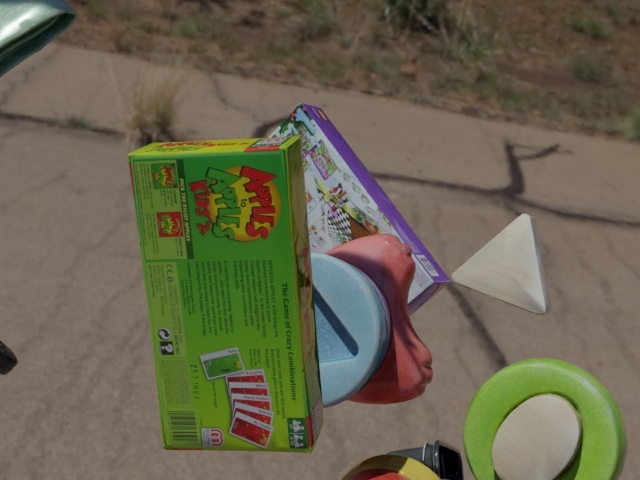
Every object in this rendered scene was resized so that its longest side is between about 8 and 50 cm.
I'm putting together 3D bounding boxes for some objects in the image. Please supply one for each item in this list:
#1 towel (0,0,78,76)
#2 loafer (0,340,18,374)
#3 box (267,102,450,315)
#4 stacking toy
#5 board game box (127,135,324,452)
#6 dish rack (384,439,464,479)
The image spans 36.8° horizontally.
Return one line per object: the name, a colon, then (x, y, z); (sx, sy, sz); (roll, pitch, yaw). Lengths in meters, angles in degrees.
towel: (-0.355, -0.171, 0.609); (0.325, 0.038, 0.248); (42, 69, 18)
loafer: (-0.391, 0.104, 0.972); (0.170, 0.061, 0.062); (30, 0, -29)
box: (0.000, 0.000, 1.220); (0.293, 0.201, 0.057); (55, 24, 19)
stacking toy: (0.077, 0.130, 0.778); (0.280, 0.308, 0.130); (-23, -12, 23)
board game box: (-0.053, 0.033, 0.566); (0.092, 0.181, 0.043); (-2, 15, 11)
dish rack: (0.112, 0.357, 1.027); (0.074, 0.271, 0.208); (-5, -16, 15)
